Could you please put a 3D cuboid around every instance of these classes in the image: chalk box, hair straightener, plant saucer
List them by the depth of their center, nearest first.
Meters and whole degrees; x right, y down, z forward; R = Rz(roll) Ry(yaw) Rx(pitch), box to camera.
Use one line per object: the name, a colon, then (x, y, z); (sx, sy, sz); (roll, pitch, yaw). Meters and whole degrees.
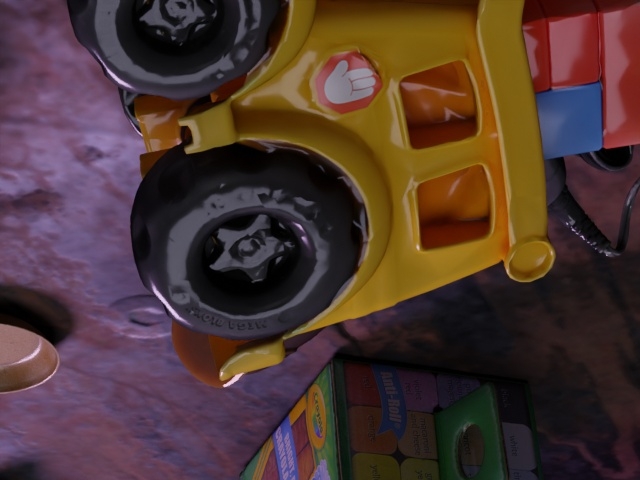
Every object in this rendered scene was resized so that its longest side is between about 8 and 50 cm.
hair straightener: (0.098, -0.060, 0.789); (0.089, 0.047, 0.230); (-20, 139, 24)
plant saucer: (-0.184, 0.059, 0.988); (0.083, 0.015, 0.083); (-2, 148, -1)
chalk box: (0.048, 0.157, 1.057); (0.132, 0.132, 0.213); (9, 145, -19)

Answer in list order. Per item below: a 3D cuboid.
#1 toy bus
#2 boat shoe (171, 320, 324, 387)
toy bus: (0.023, -0.083, 0.634); (0.211, 0.149, 0.220); (-12, 126, 1)
boat shoe: (0.000, 0.000, 0.871); (0.073, 0.073, 0.207); (-27, 172, -42)
